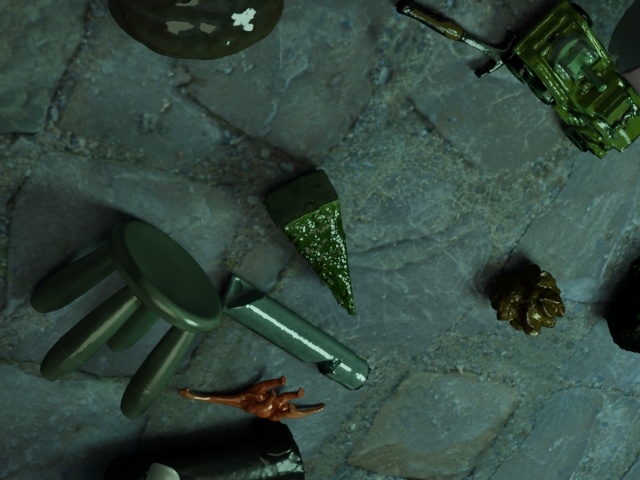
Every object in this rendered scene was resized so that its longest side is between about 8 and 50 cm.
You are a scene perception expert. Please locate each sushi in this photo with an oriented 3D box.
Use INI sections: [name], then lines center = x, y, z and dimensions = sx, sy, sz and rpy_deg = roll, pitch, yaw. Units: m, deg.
[sushi]
center = 0.597, 0.102, 1.983
dimensions = 0.127, 0.124, 0.225
rpy_deg = 20, 115, -33

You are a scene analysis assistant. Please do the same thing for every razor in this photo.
[razor]
center = -0.190, 0.406, 1.888
dimensions = 0.327, 0.107, 0.189
rpy_deg = -11, 128, -16

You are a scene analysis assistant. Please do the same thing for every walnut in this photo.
[walnut]
center = -0.141, -0.315, 1.335
dimensions = 0.224, 0.224, 0.224
rpy_deg = -11, 127, -15

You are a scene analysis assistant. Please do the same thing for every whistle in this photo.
[whistle]
center = -0.040, 0.148, 1.794
dimensions = 0.062, 0.062, 0.312
rpy_deg = -44, 128, 12

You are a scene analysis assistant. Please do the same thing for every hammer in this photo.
[hammer]
center = 0.186, -0.286, 1.598
dimensions = 0.201, 0.021, 0.078
rpy_deg = 18, 115, -32

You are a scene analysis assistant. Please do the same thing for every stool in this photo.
[stool]
center = -0.270, 0.100, 1.584
dimensions = 0.199, 0.195, 0.195
rpy_deg = -41, 130, 15

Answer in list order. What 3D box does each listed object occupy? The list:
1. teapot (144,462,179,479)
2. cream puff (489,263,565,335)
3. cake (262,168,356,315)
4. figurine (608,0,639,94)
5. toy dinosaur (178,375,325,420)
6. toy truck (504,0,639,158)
[teapot]
center = -0.270, 0.481, 1.767
dimensions = 0.204, 0.139, 0.298
rpy_deg = 20, 128, 6
[cream puff]
center = 0.339, 0.094, 1.889
dimensions = 0.094, 0.122, 0.116
rpy_deg = 46, 60, -46
[cake]
center = 0.018, 0.005, 1.688
dimensions = 0.099, 0.100, 0.235
rpy_deg = -33, 129, 3
[figurine]
center = 0.573, -0.250, 1.631
dimensions = 0.316, 0.284, 0.206
rpy_deg = 39, 127, -22
[toy dinosaur]
center = -0.098, 0.256, 1.850
dimensions = 0.279, 0.055, 0.101
rpy_deg = 25, 134, -37
[toy truck]
center = 0.391, -0.212, 1.660
dimensions = 0.128, 0.135, 0.259
rpy_deg = -44, 134, 5
